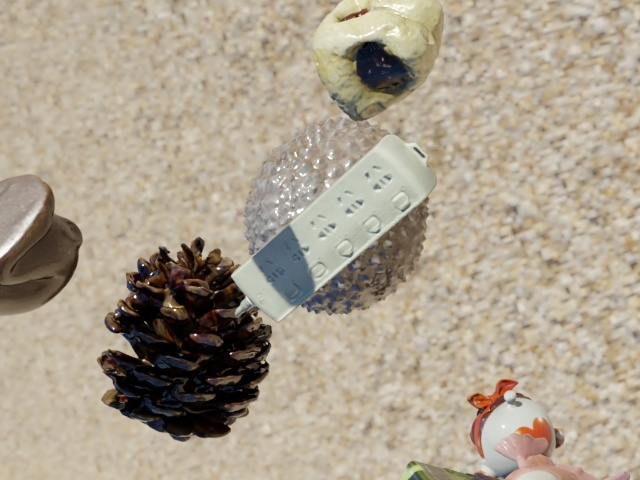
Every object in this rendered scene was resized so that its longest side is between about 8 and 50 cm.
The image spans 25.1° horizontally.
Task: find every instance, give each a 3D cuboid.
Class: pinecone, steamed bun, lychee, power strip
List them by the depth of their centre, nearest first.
[{"bbox_3d":[0.000,0.000,1.235,0.060,0.027,0.253,45,123,-6],"label":"power strip"},{"bbox_3d":[-0.169,0.136,1.841,0.224,0.224,0.272,38,122,48],"label":"pinecone"},{"bbox_3d":[0.092,-0.259,1.893,0.155,0.172,0.141,-15,122,43],"label":"steamed bun"},{"bbox_3d":[0.015,-0.040,2.126,0.300,0.300,0.300,38,137,48],"label":"lychee"}]

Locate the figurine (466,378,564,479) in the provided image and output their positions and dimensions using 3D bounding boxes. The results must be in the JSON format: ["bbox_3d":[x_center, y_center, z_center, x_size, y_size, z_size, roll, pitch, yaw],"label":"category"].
[{"bbox_3d":[0.299,0.322,2.176,0.226,0.183,0.160,62,172,2],"label":"figurine"}]

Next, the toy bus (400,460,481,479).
[{"bbox_3d":[0.134,0.290,1.442,0.175,0.101,0.088,-142,71,-76],"label":"toy bus"}]

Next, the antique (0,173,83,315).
[{"bbox_3d":[-0.383,0.053,1.613,0.121,0.257,0.143,35,162,31],"label":"antique"}]

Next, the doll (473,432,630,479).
[{"bbox_3d":[0.282,0.328,1.713,0.262,0.211,0.093,-108,17,-49],"label":"doll"}]
